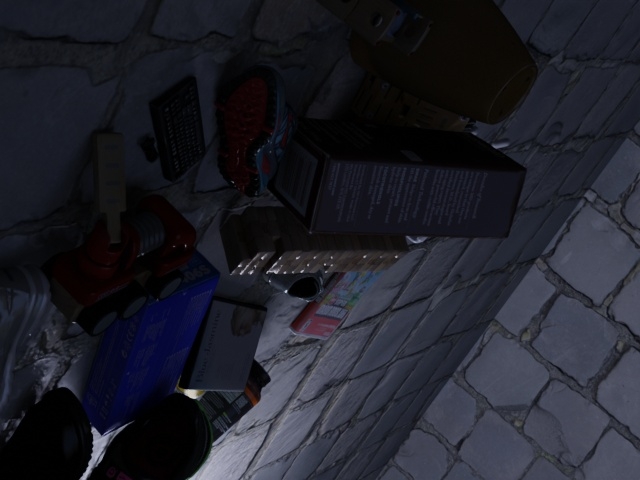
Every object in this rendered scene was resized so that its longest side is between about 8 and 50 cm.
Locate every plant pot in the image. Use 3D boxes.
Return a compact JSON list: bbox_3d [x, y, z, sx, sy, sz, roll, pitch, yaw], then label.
[{"bbox_3d":[0.217,-0.307,1.695,0.237,0.254,0.237,-38,157,-19],"label":"plant pot"}]

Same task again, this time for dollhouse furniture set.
[{"bbox_3d":[0.114,-0.387,1.535,0.184,0.129,0.129,-55,157,20],"label":"dollhouse furniture set"}]

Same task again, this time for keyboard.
[{"bbox_3d":[-0.209,-0.148,1.493,0.108,0.023,0.180,-38,156,-21],"label":"keyboard"}]

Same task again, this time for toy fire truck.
[{"bbox_3d":[-0.270,-0.023,1.459,0.217,0.158,0.246,-29,159,-52],"label":"toy fire truck"}]

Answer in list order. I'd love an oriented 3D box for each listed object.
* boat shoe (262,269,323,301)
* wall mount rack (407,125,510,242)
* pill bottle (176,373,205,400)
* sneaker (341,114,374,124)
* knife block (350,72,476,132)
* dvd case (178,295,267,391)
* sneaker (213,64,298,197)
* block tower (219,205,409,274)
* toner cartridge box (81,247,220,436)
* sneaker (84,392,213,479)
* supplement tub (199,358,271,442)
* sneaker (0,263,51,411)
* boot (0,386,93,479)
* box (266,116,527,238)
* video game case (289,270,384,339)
[{"bbox_3d":[-0.040,0.091,2.125,0.079,0.081,0.227,-51,158,8],"label":"boat shoe"},{"bbox_3d":[0.225,-0.133,2.169,0.304,0.130,0.350,-54,158,16],"label":"wall mount rack"},{"bbox_3d":[-0.254,0.273,2.065,0.065,0.065,0.116,-35,155,-28],"label":"pill bottle"},{"bbox_3d":[0.038,-0.088,1.898,0.276,0.135,0.097,-55,159,22],"label":"sneaker"},{"bbox_3d":[0.187,-0.278,1.945,0.275,0.242,0.088,19,121,-17],"label":"knife block"},{"bbox_3d":[-0.185,0.204,2.035,0.253,0.022,0.180,22,84,-67],"label":"dvd case"},{"bbox_3d":[-0.091,-0.186,1.580,0.125,0.104,0.262,-51,169,-32],"label":"sneaker"},{"bbox_3d":[0.000,0.000,1.835,0.335,0.097,0.091,-2,154,-30],"label":"block tower"},{"bbox_3d":[-0.300,0.180,1.810,0.165,0.075,0.348,-25,150,-45],"label":"toner cartridge box"},{"bbox_3d":[-0.360,0.449,1.792,0.483,0.185,0.202,-57,167,-32],"label":"sneaker"},{"bbox_3d":[-0.200,0.337,2.220,0.198,0.106,0.106,-40,157,-17],"label":"supplement tub"},{"bbox_3d":[-0.479,0.148,1.431,0.115,0.105,0.281,7,114,-49],"label":"sneaker"},{"bbox_3d":[-0.528,0.405,1.697,0.260,0.131,0.348,-18,145,-50],"label":"boot"},{"bbox_3d":[0.127,-0.102,1.732,0.381,0.191,0.143,3,113,-28],"label":"box"},{"bbox_3d":[0.061,0.112,2.425,0.285,0.025,0.204,-50,158,7],"label":"video game case"}]
